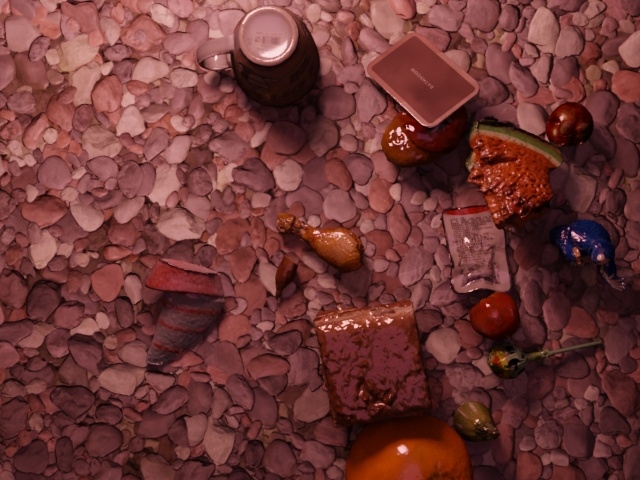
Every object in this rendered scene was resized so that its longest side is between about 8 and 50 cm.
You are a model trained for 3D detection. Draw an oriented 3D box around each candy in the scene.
[{"bbox_3d":[0.569,0.281,1.817,0.305,0.083,0.091,-11,119,-7],"label":"candy"}]

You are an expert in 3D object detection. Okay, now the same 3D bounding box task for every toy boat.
[{"bbox_3d":[-0.358,0.194,1.818,0.206,0.096,0.282,15,99,-14],"label":"toy boat"}]

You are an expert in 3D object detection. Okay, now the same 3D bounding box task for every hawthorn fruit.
[{"bbox_3d":[0.439,0.190,1.783,0.125,0.140,0.125,-19,126,-28],"label":"hawthorn fruit"}]

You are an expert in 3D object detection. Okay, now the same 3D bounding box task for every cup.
[{"bbox_3d":[-0.156,-0.461,1.734,0.301,0.257,0.227,-2,87,2],"label":"cup"}]

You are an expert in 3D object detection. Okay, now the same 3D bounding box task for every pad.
[{"bbox_3d":[0.251,-0.404,1.790,0.176,0.002,0.266,-38,63,-5],"label":"pad"}]

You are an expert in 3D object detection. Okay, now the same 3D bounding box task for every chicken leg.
[{"bbox_3d":[0.000,-0.001,1.813,0.251,0.087,0.107,24,97,5],"label":"chicken leg"}]

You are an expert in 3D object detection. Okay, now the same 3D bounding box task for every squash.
[{"bbox_3d":[0.391,0.462,1.779,0.105,0.132,0.105,0,89,-2],"label":"squash"}]

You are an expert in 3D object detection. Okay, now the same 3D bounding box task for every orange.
[{"bbox_3d":[0.210,0.558,1.698,0.312,0.312,0.312,0,89,0],"label":"orange"}]

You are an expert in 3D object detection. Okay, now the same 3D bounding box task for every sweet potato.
[{"bbox_3d":[-0.092,0.096,1.829,0.049,0.049,0.117,21,95,0],"label":"sweet potato"}]

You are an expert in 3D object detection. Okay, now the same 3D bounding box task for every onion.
[{"bbox_3d":[0.623,-0.290,1.798,0.117,0.118,0.119,-14,89,-28],"label":"onion"}]

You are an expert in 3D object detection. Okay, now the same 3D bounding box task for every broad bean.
[{"bbox_3d":[0.261,-0.271,1.795,0.228,0.122,0.156,-25,90,-4],"label":"broad bean"}]

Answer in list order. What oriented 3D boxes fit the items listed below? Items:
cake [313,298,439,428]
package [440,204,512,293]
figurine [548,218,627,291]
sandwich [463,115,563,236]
[{"bbox_3d":[0.126,0.278,1.710,0.255,0.290,0.282,-12,86,-1],"label":"cake"},{"bbox_3d":[0.398,0.026,1.835,0.166,0.040,0.232,-7,81,-3],"label":"package"},{"bbox_3d":[0.646,0.011,1.729,0.164,0.262,0.121,35,97,-14],"label":"figurine"},{"bbox_3d":[0.463,-0.135,1.770,0.250,0.162,0.301,15,54,-8],"label":"sandwich"}]
